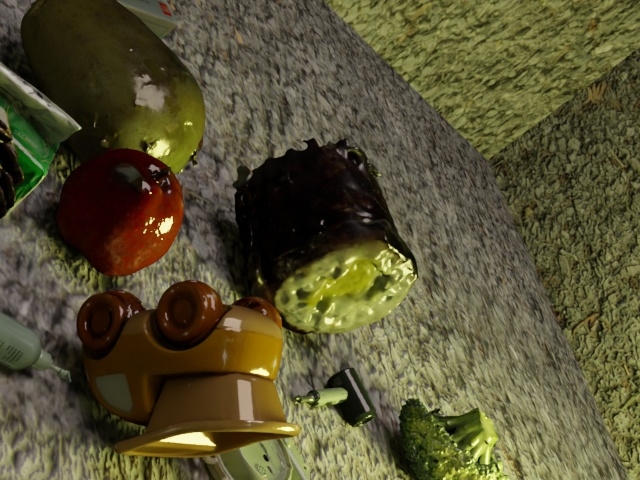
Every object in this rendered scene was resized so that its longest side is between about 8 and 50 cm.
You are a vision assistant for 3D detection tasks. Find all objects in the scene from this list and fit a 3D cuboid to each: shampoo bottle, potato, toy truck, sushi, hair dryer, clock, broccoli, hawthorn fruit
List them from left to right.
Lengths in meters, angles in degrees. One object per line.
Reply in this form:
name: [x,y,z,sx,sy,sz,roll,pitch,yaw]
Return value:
shampoo bottle: [-0.380,0.119,1.321,0.195,0.056,0.056,39,24,-36]
potato: [-0.334,-0.254,1.796,0.359,0.219,0.270,57,19,16]
hawthorn fruit: [-0.279,-0.053,1.603,0.185,0.202,0.185,26,45,-29]
toy truck: [-0.169,0.167,1.425,0.204,0.288,0.211,24,60,-58]
clock: [-0.103,0.314,1.590,0.151,0.062,0.191,58,21,13]
sushi: [0.000,-0.001,2.020,0.281,0.299,0.294,72,0,-53]
hair dryer: [0.016,0.281,1.941,0.198,0.057,0.100,5,50,-53]
broccoli: [0.248,0.395,2.066,0.198,0.176,0.226,14,63,-76]

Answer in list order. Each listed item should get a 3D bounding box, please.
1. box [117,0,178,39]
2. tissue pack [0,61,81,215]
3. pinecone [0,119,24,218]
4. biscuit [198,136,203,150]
box: [-0.397,-0.422,2.071,0.079,0.135,0.269,62,22,15]
tissue pack: [-0.451,-0.175,1.511,0.209,0.156,0.148,43,20,-22]
pinecone: [-0.447,-0.079,1.316,0.184,0.179,0.204,11,40,-32]
biscuit: [-0.294,-0.255,2.009,0.299,0.045,0.154,51,-22,28]
